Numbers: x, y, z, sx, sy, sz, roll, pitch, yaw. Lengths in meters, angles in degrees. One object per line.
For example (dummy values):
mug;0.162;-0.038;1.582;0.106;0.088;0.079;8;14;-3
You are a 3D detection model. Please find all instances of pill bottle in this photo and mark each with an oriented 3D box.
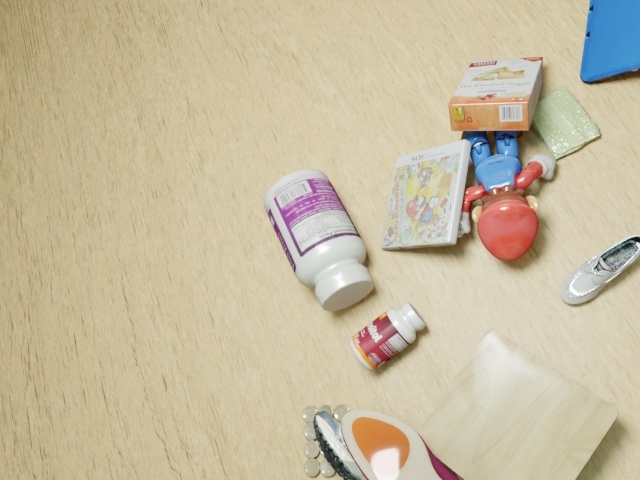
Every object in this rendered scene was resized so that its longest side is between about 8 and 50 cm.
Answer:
pill bottle;0.143;0.198;1.237;0.152;0.086;0.086;-39;62;8
pill bottle;0.000;0.000;1.322;0.169;0.169;0.301;-32;63;12

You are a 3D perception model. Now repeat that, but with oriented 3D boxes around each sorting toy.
sorting toy;0.358;0.343;1.088;0.256;0.089;0.257;34;89;29

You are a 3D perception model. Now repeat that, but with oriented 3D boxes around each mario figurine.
mario figurine;0.375;-0.098;1.234;0.198;0.170;0.320;-39;41;50

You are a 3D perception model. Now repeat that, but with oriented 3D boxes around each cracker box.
cracker box;0.375;-0.311;1.243;0.156;0.067;0.232;4;38;26

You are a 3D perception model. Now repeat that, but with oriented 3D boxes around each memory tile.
memory tile;0.016;0.427;1.261;0.113;0.012;0.147;-10;68;21

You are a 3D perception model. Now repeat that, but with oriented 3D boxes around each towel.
towel;0.510;-0.252;1.251;0.110;0.027;0.148;-30;63;12

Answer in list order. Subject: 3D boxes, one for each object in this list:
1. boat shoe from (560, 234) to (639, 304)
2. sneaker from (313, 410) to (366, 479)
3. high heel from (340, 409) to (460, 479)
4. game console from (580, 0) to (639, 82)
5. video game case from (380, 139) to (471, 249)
boat shoe;0.536;0.054;1.116;0.184;0.063;0.066;-33;63;11
sneaker;0.102;0.437;1.177;0.122;0.110;0.283;-35;57;-25
high heel;0.190;0.458;1.070;0.127;0.181;0.377;-43;59;-17
game console;0.716;-0.459;1.227;0.251;0.173;0.292;14;78;-4
video game case;0.224;-0.094;1.278;0.206;0.026;0.226;-6;68;54
